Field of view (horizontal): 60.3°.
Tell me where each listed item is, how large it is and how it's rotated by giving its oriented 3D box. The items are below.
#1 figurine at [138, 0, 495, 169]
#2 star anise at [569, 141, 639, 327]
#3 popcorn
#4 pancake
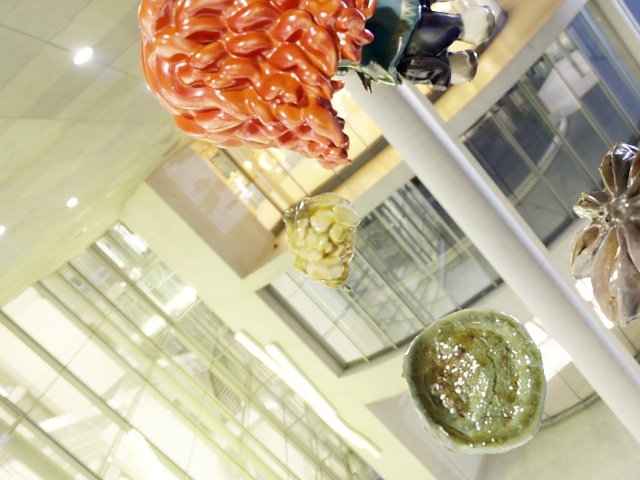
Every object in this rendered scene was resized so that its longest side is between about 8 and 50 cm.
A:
[{"bbox_3d":[0.001,-0.250,0.657,0.411,0.306,0.241,-33,167,-23],"label":"figurine"},{"bbox_3d":[0.462,-0.029,0.773,0.315,0.108,0.316,-163,-90,-72],"label":"star anise"},{"bbox_3d":[0.000,-0.014,1.009,0.164,0.140,0.194,91,-1,-45],"label":"popcorn"},{"bbox_3d":[0.113,0.100,0.397,0.108,0.108,0.017,-43,155,-3],"label":"pancake"}]
